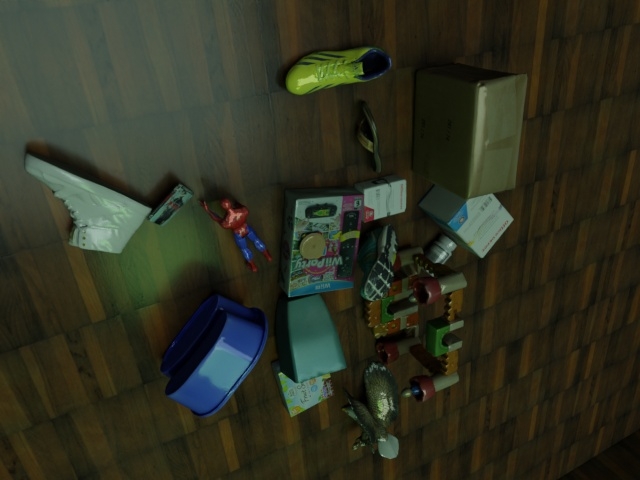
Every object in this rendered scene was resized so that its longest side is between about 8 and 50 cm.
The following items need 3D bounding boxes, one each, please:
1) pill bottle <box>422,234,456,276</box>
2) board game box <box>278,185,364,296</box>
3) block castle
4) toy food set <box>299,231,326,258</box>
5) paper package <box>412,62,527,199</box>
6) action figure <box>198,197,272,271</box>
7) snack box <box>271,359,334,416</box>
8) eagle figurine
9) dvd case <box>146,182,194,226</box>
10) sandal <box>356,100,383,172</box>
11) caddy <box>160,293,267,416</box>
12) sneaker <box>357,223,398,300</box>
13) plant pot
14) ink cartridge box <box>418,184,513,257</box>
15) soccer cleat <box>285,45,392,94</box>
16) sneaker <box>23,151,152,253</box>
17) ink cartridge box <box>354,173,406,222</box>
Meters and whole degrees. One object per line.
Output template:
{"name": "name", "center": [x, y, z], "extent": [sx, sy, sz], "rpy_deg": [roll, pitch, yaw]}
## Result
{"name": "pill bottle", "center": [0.403, 0.051, 1.789], "extent": [0.137, 0.078, 0.078], "rpy_deg": [-50, 126, 1]}
{"name": "board game box", "center": [0.000, 0.000, 1.530], "extent": [0.224, 0.097, 0.304], "rpy_deg": [-6, 116, -26]}
{"name": "block castle", "center": [0.294, 0.265, 1.694], "extent": [0.212, 0.303, 0.453], "rpy_deg": [-14, 118, -21]}
{"name": "toy food set", "center": [-0.022, 0.014, 1.454], "extent": [0.083, 0.020, 0.083], "rpy_deg": [2, 111, -28]}
{"name": "paper package", "center": [0.408, -0.319, 1.469], "extent": [0.168, 0.309, 0.325], "rpy_deg": [-14, 119, -18]}
{"name": "action figure", "center": [-0.228, -0.041, 1.398], "extent": [0.091, 0.139, 0.280], "rpy_deg": [-37, 148, -12]}
{"name": "snack box", "center": [-0.057, 0.466, 1.739], "extent": [0.174, 0.070, 0.207], "rpy_deg": [-22, 120, -19]}
{"name": "eagle figurine", "center": [0.178, 0.631, 1.881], "extent": [0.225, 0.226, 0.298], "rpy_deg": [1, 119, -8]}
{"name": "dvd case", "center": [-0.375, -0.088, 1.296], "extent": [0.119, 0.013, 0.087], "rpy_deg": [-48, 170, -3]}
{"name": "sandal", "center": [0.136, -0.289, 1.487], "extent": [0.060, 0.090, 0.219], "rpy_deg": [-13, 128, 2]}
{"name": "caddy", "center": [-0.286, 0.320, 1.439], "extent": [0.179, 0.241, 0.341], "rpy_deg": [37, 93, -30]}
{"name": "sneaker", "center": [0.163, 0.071, 1.570], "extent": [0.107, 0.110, 0.275], "rpy_deg": [53, 40, -34]}
{"name": "plant pot", "center": [-0.045, 0.282, 1.581], "extent": [0.165, 0.165, 0.234], "rpy_deg": [-12, 93, -21]}
{"name": "ink cartridge box", "center": [0.479, -0.091, 1.706], "extent": [0.171, 0.168, 0.232], "rpy_deg": [-50, 126, 2]}
{"name": "soccer cleat", "center": [0.049, -0.440, 1.328], "extent": [0.289, 0.121, 0.093], "rpy_deg": [-21, 122, -19]}
{"name": "sneaker", "center": [-0.555, -0.068, 1.181], "extent": [0.292, 0.108, 0.169], "rpy_deg": [30, 93, -37]}
{"name": "ink cartridge box", "center": [0.184, -0.131, 1.587], "extent": [0.150, 0.063, 0.109], "rpy_deg": [-16, 119, -23]}
